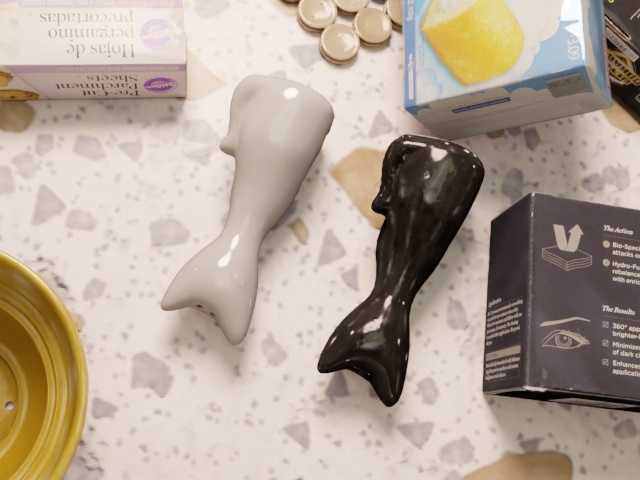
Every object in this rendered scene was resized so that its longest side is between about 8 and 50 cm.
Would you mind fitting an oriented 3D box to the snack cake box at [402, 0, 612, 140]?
[{"bbox_3d":[0.156,-0.233,0.650,0.152,0.089,0.264,-9,71,32],"label":"snack cake box"}]

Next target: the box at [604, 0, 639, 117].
[{"bbox_3d":[0.397,-0.234,0.740,0.293,0.073,0.295,45,73,3],"label":"box"}]

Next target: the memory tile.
[{"bbox_3d":[0.016,-0.242,0.706,0.113,0.012,0.148,-32,84,-16],"label":"memory tile"}]

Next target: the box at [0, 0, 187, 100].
[{"bbox_3d":[-0.271,-0.153,0.603,0.324,0.067,0.063,-3,77,-12],"label":"box"}]

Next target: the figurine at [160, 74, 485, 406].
[{"bbox_3d":[0.000,0.000,0.604,0.214,0.092,0.209,21,77,-3],"label":"figurine"}]

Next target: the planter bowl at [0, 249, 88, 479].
[{"bbox_3d":[-0.267,0.111,0.520,0.217,0.090,0.217,2,75,-9],"label":"planter bowl"}]

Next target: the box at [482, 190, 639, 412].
[{"bbox_3d":[0.225,0.055,0.621,0.156,0.093,0.158,9,75,-8],"label":"box"}]
